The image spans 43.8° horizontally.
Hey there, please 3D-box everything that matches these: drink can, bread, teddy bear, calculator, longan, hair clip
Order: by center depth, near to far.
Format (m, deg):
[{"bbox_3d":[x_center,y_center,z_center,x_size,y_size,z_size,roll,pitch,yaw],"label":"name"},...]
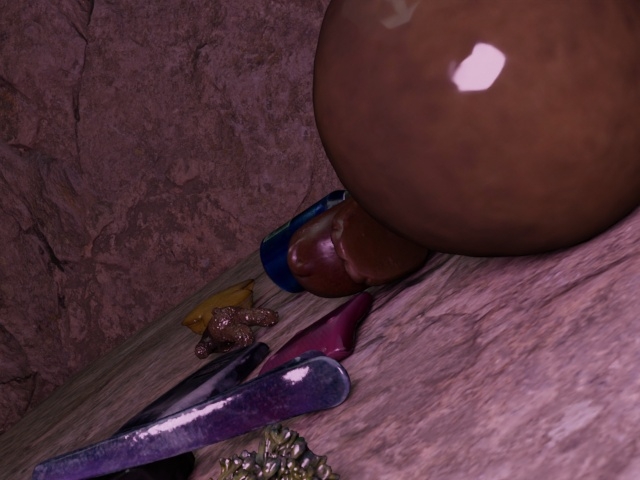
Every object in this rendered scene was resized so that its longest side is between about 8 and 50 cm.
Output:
[{"bbox_3d":[0.138,-0.126,0.660,0.297,0.297,0.297,-36,6,4],"label":"longan"},{"bbox_3d":[-0.111,0.154,0.680,0.275,0.048,0.083,-16,5,-11],"label":"hair clip"},{"bbox_3d":[-0.008,0.114,0.883,0.127,0.034,0.190,-35,5,18],"label":"calculator"},{"bbox_3d":[-0.175,0.214,1.052,0.268,0.040,0.177,-35,6,-42],"label":"calculator"},{"bbox_3d":[-0.151,0.140,1.281,0.160,0.078,0.119,-27,14,50],"label":"teddy bear"},{"bbox_3d":[0.000,0.000,1.329,0.205,0.118,0.118,-32,7,33],"label":"drink can"},{"bbox_3d":[-0.180,0.137,1.597,0.150,0.065,0.188,-19,12,36],"label":"bread"}]

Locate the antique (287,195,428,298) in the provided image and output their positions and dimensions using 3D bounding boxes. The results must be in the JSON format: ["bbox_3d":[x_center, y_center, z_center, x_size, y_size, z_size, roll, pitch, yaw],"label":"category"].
[{"bbox_3d":[0.067,-0.014,0.977,0.143,0.121,0.257,-22,12,49],"label":"antique"}]

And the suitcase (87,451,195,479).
[{"bbox_3d":[-0.252,0.289,0.723,0.286,0.066,0.206,-35,5,4],"label":"suitcase"}]

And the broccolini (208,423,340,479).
[{"bbox_3d":[-0.096,0.239,0.355,0.074,0.078,0.392,-17,24,40],"label":"broccolini"}]
